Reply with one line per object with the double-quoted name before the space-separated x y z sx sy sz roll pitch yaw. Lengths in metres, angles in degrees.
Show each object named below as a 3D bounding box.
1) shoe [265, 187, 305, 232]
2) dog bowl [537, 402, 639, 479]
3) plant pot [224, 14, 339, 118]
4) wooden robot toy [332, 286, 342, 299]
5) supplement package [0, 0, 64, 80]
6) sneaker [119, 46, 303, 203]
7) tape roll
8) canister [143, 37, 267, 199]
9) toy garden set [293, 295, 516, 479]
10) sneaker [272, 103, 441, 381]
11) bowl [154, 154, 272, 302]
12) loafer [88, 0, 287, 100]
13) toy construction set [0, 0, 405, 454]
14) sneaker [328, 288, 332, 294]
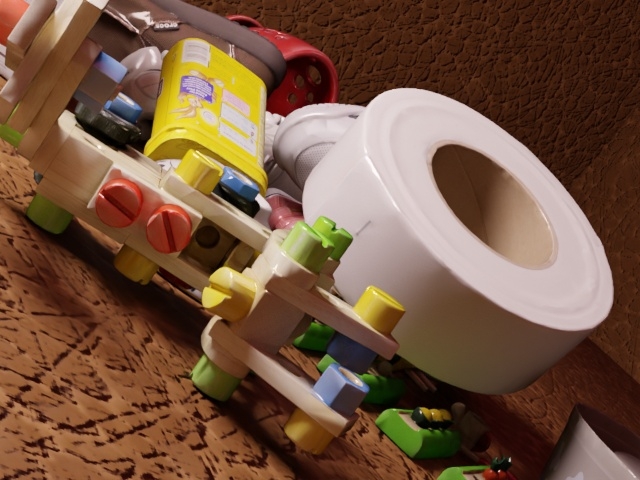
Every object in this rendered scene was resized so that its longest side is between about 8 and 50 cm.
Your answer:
"shoe" 0.000 0.000 1.390 0.178 0.063 0.081 23 18 -45
"dog bowl" 0.327 0.291 1.046 0.349 0.102 0.349 38 7 -6
"plant pot" -0.097 -0.217 1.746 0.174 0.191 0.191 34 3 37
"wooden robot toy" 0.076 0.048 1.383 0.173 0.079 0.076 30 12 -50
"supplement package" -0.258 -0.286 1.159 0.139 0.244 0.134 38 8 -8
"sneaker" -0.107 -0.104 1.381 0.292 0.110 0.118 26 23 -31
"tape roll" 0.125 -0.004 1.093 0.286 0.100 0.286 27 36 -22
"canister" -0.111 -0.115 1.231 0.126 0.073 0.169 32 36 -28
"toy garden set" 0.088 0.133 1.052 0.244 0.049 0.204 42 9 23
"sneaker" 0.094 0.007 1.255 0.366 0.137 0.210 36 30 -6
"bowl" -0.091 -0.016 0.981 0.170 0.080 0.170 38 7 -6
"loafer" -0.224 -0.236 1.447 0.366 0.130 0.134 22 -18 -3
"toy construction set" -0.099 -0.018 0.777 0.327 0.151 0.215 48 6 -15
"sneaker" -0.022 0.028 1.214 0.083 0.032 0.037 40 8 12
